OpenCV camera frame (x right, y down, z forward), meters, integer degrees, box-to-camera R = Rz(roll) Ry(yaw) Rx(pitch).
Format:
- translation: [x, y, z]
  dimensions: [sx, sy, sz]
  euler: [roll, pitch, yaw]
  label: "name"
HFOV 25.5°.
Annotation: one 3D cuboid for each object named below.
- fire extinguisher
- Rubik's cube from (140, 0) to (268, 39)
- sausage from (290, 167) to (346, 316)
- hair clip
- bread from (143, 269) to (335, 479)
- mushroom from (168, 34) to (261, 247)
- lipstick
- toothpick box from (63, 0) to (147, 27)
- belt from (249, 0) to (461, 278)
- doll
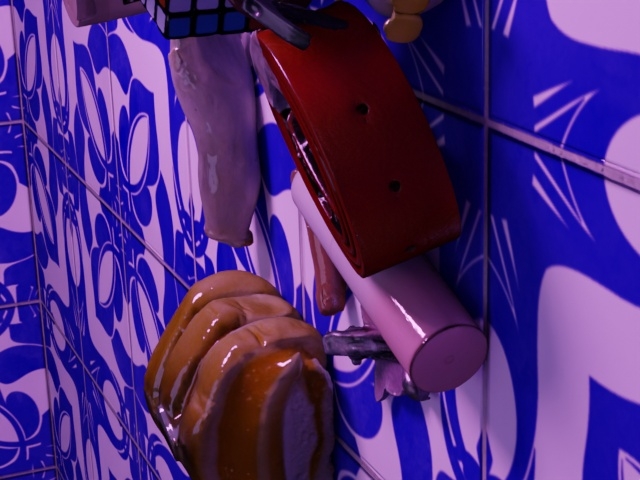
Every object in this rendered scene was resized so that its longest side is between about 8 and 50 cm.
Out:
- translation: [-0.026, -0.290, 1.436]
  dimensions: [0.344, 0.138, 0.102]
  euler: [-79, 9, -54]
  label: "fire extinguisher"
- translation: [-0.128, -0.370, 1.723]
  dimensions: [0.187, 0.184, 0.182]
  euler: [-123, 33, -42]
  label: "Rubik's cube"
- translation: [0.000, 0.000, 1.733]
  dimensions: [0.043, 0.043, 0.186]
  euler: [152, 107, -68]
  label: "sausage"
- translation: [0.068, 0.112, 1.606]
  dimensions: [0.187, 0.056, 0.146]
  euler: [-14, 84, 60]
  label: "hair clip"
- translation: [-0.125, 0.210, 1.921]
  dimensions: [0.341, 0.210, 0.300]
  euler: [-128, 38, -54]
  label: "bread"
- translation: [-0.139, -0.158, 1.954]
  dimensions: [0.109, 0.097, 0.351]
  euler: [-3, 103, 28]
  label: "mushroom"
- translation: [0.066, 0.025, 1.508]
  dimensions: [0.327, 0.087, 0.087]
  euler: [-123, 31, -47]
  label: "lipstick"
- translation: [-0.278, -0.375, 2.026]
  dimensions: [0.111, 0.181, 0.111]
  euler: [165, 90, -71]
  label: "toothpick box"
- translation: [0.029, -0.115, 1.431]
  dimensions: [0.227, 0.115, 0.324]
  euler: [76, 169, -50]
  label: "belt"
- translation: [0.061, -0.302, 1.378]
  dimensions: [0.135, 0.099, 0.241]
  euler: [47, -165, -57]
  label: "doll"
